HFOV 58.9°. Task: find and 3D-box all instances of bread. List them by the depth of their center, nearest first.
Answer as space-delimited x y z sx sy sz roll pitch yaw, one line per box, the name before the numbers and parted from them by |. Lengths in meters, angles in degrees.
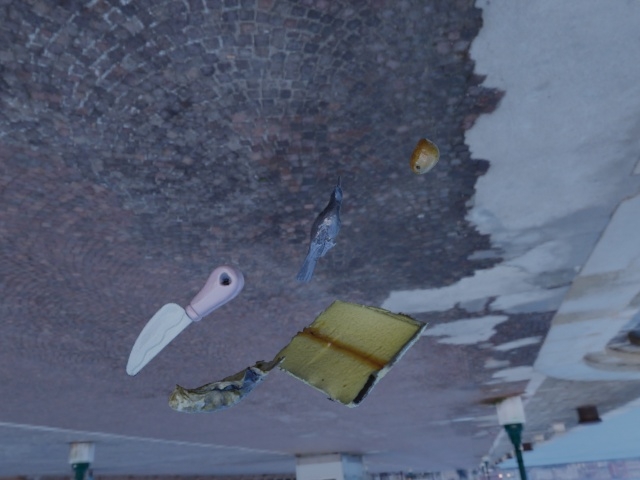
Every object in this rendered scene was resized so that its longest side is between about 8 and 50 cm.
bread | 0.070 0.322 1.752 0.405 0.345 0.242 29 168 20

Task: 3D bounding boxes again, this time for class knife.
knife | -0.297 0.162 1.175 0.336 0.081 0.043 -39 171 9

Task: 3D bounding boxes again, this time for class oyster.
oyster | -0.220 0.362 1.410 0.294 0.094 0.166 -23 163 17

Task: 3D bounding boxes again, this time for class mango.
mango | 0.238 -0.191 1.285 0.060 0.114 0.080 27 120 7

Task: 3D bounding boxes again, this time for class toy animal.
toy animal | 0.006 -0.005 1.705 0.081 0.367 0.206 18 -165 -5
